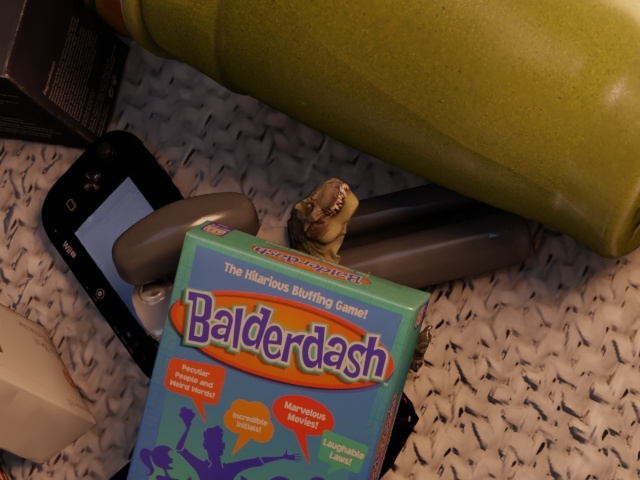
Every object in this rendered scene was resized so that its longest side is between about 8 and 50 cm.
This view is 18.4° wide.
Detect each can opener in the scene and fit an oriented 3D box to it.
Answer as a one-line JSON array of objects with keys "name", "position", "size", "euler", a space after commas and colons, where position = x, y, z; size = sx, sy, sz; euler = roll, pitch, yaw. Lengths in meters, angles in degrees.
[{"name": "can opener", "position": [0.000, 0.000, 1.361], "size": [0.283, 0.095, 0.076], "euler": [-14, 54, 3]}]

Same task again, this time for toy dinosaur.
[{"name": "toy dinosaur", "position": [0.002, 0.090, 1.334], "size": [0.118, 0.064, 0.268], "euler": [21, 104, 5]}]

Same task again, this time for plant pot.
[{"name": "plant pot", "position": [0.120, -0.179, 1.290], "size": [0.353, 0.366, 0.366], "euler": [37, 89, 16]}]

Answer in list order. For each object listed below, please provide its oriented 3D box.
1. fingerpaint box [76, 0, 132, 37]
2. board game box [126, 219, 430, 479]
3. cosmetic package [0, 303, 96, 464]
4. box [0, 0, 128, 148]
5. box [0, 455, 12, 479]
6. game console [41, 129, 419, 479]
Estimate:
[{"name": "fingerpaint box", "position": [-0.139, -0.415, 1.434], "size": [0.163, 0.371, 0.445], "euler": [20, 81, 28]}, {"name": "board game box", "position": [-0.033, 0.111, 1.293], "size": [0.160, 0.047, 0.210], "euler": [18, 105, 13]}, {"name": "cosmetic package", "position": [-0.251, 0.081, 1.391], "size": [0.060, 0.239, 0.099], "euler": [-34, 64, 8]}, {"name": "box", "position": [-0.255, -0.144, 1.512], "size": [0.156, 0.158, 0.093], "euler": [9, 76, 24]}, {"name": "box", "position": [-0.300, 0.155, 1.505], "size": [0.094, 0.027, 0.137], "euler": [-35, 64, 9]}, {"name": "game console", "position": [-0.099, 0.078, 1.441], "size": [0.213, 0.044, 0.361], "euler": [-41, 62, 5]}]
